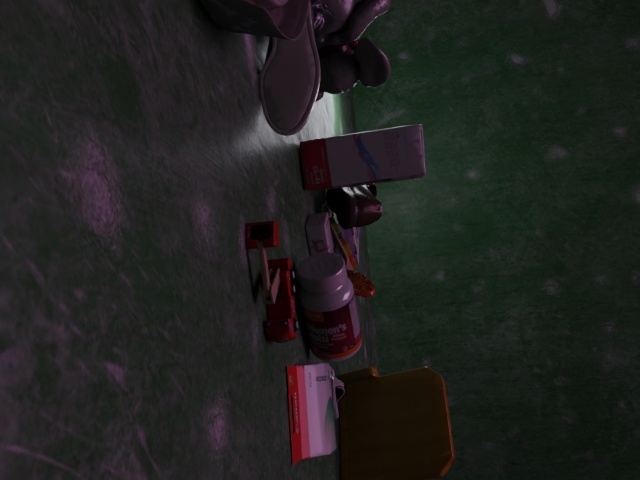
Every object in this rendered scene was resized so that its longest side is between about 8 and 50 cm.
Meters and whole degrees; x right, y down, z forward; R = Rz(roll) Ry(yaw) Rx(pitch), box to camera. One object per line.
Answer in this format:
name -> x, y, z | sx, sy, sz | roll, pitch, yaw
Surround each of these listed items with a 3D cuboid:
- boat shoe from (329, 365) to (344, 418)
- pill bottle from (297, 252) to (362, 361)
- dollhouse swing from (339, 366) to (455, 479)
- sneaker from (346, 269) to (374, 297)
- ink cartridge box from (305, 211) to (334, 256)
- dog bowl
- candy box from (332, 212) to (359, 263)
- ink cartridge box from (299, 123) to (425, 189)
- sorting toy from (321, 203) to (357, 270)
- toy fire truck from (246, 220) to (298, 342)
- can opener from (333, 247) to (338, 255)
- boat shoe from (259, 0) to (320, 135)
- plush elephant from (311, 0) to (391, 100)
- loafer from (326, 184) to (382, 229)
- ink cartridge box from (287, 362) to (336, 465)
boat shoe -> 0.025, 0.349, 1.414 | 0.184, 0.063, 0.066 | -68, 151, -72
pill bottle -> 0.019, 0.145, 1.327 | 0.121, 0.121, 0.221 | -83, 164, -57
dollhouse swing -> 0.215, 0.562, 1.728 | 0.315, 0.305, 0.347 | 73, 13, -50
sneaker -> 0.048, 0.103, 1.407 | 0.064, 0.175, 0.067 | -35, 130, -46
ink cartridge box -> 0.000, 0.000, 1.544 | 0.088, 0.052, 0.122 | -77, 160, -67
dog bowl -> -0.106, -0.465, 0.882 | 0.349, 0.102, 0.349 | -1, 90, -75
candy box -> 0.089, -0.033, 2.098 | 0.196, 0.070, 0.165 | -83, 164, -59
ink cartridge box -> 0.115, -0.210, 1.600 | 0.226, 0.306, 0.131 | -24, 108, -81
sorting toy -> 0.062, 0.009, 1.842 | 0.193, 0.038, 0.208 | 63, 5, -68
toy fire truck -> -0.077, 0.071, 0.996 | 0.135, 0.047, 0.192 | 36, 49, -78
can opener -> 0.038, 0.106, 1.625 | 0.280, 0.093, 0.074 | -90, 172, -66
boat shoe -> -0.056, -0.347, 1.203 | 0.099, 0.116, 0.319 | 71, 18, -78
plush elephant -> 0.039, -0.473, 1.462 | 0.330, 0.272, 0.255 | -65, 149, -50
loafer -> 0.099, -0.131, 1.833 | 0.366, 0.130, 0.134 | -106, -159, -59
ink cartridge box -> -0.015, 0.333, 1.209 | 0.225, 0.056, 0.181 | 56, 29, -76
